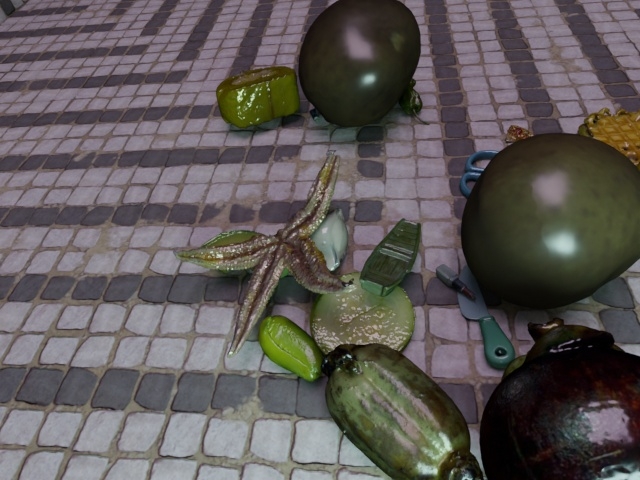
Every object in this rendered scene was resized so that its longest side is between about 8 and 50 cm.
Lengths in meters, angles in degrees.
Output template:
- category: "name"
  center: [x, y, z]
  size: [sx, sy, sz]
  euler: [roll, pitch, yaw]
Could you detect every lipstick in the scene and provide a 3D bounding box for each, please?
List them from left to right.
- category: "lipstick"
  center: [0.292, 0.092, 1.021]
  size: [0.025, 0.025, 0.107]
  euler: [-28, 44, -16]

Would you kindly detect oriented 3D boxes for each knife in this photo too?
- category: "knife"
  center: [0.324, 0.148, 0.977]
  size: [0.063, 0.034, 0.260]
  euler: [-18, 40, 7]

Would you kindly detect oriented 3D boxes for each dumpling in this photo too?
- category: "dumpling"
  center: [0.000, 0.000, 1.111]
  size: [0.127, 0.108, 0.187]
  euler: [-10, 56, 31]

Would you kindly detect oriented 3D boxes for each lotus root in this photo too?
- category: "lotus root"
  center: [0.129, 0.296, 0.786]
  size: [0.173, 0.173, 0.309]
  euler: [-34, 52, -21]

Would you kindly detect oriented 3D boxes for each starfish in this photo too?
- category: "starfish"
  center: [-0.094, 0.014, 1.003]
  size: [0.398, 0.132, 0.383]
  euler: [-19, 43, 1]

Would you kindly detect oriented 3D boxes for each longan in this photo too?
- category: "longan"
  center: [0.110, -0.524, 1.401]
  size: [0.405, 0.336, 0.404]
  euler: [-35, 30, 24]
- category: "longan"
  center: [0.451, -0.038, 0.936]
  size: [0.361, 0.360, 0.360]
  euler: [-4, 48, 5]

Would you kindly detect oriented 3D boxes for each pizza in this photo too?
- category: "pizza"
  center: [0.555, -0.300, 1.344]
  size: [0.078, 0.025, 0.083]
  euler: [-32, 52, -22]

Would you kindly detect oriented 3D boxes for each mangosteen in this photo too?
- category: "mangosteen"
  center: [0.378, 0.285, 0.665]
  size: [0.330, 0.330, 0.330]
  euler: [-4, 48, 5]

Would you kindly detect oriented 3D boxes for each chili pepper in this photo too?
- category: "chili pepper"
  center: [0.279, -0.441, 1.483]
  size: [0.073, 0.072, 0.203]
  euler: [-12, 50, 8]

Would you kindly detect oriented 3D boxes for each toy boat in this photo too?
- category: "toy boat"
  center: [0.159, 0.039, 1.039]
  size: [0.093, 0.055, 0.293]
  euler: [19, 34, 17]

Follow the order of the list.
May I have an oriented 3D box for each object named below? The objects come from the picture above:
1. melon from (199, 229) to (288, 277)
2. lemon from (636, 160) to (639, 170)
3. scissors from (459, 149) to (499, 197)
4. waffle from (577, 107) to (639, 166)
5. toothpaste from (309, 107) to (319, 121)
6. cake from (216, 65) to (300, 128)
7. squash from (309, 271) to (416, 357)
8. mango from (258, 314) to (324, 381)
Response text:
- category: "melon"
  center: [-0.170, 0.040, 1.124]
  size: [0.210, 0.064, 0.118]
  euler: [22, 54, 23]
- category: "lemon"
  center: [0.803, -0.116, 0.992]
  size: [0.268, 0.267, 0.267]
  euler: [-4, 48, 5]
- category: "scissors"
  center: [0.583, -0.136, 1.188]
  size: [0.448, 0.029, 0.192]
  euler: [12, 52, 20]
- category: "waffle"
  center: [0.814, -0.258, 1.244]
  size: [0.281, 0.060, 0.262]
  euler: [33, 60, 32]
- category: "toothpaste"
  center: [-0.017, -0.403, 1.530]
  size: [0.027, 0.019, 0.083]
  euler: [-26, 43, 8]
- category: "cake"
  center: [-0.201, -0.459, 1.519]
  size: [0.261, 0.156, 0.179]
  euler: [-18, 32, -15]
- category: "squash"
  center: [0.085, 0.161, 0.987]
  size: [0.219, 0.041, 0.219]
  euler: [-5, 48, 5]
- category: "mango"
  center: [-0.058, 0.215, 0.942]
  size: [0.091, 0.074, 0.165]
  euler: [-35, 59, -22]
